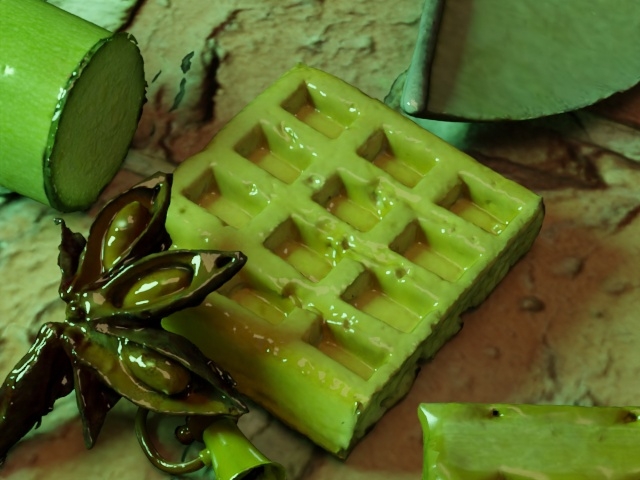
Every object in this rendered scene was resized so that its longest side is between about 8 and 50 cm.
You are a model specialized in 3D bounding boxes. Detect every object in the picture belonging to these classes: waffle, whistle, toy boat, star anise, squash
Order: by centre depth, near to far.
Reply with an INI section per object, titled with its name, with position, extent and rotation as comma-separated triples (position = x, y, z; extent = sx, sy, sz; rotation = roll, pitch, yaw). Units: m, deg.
[star anise]
position = -0.111, 0.052, 0.880
extent = 0.157, 0.053, 0.212
rotation = 10, 69, 20
[whistle]
position = -0.071, 0.121, 0.891
extent = 0.046, 0.057, 0.109
rotation = 18, 23, -48
[waffle]
position = 0.000, 0.000, 0.981
extent = 0.221, 0.055, 0.248
rotation = 31, 54, 19
[squash]
position = -0.254, -0.122, 1.017
extent = 0.247, 0.132, 0.132
rotation = 23, 51, 16
[toy boat]
position = 0.173, -0.205, 1.154
extent = 0.276, 0.111, 0.294
rotation = 0, 63, -13

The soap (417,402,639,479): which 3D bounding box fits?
[soap]
position = 0.205, 0.232, 0.740
extent = 0.335, 0.156, 0.293
rotation = 0, 47, -6
